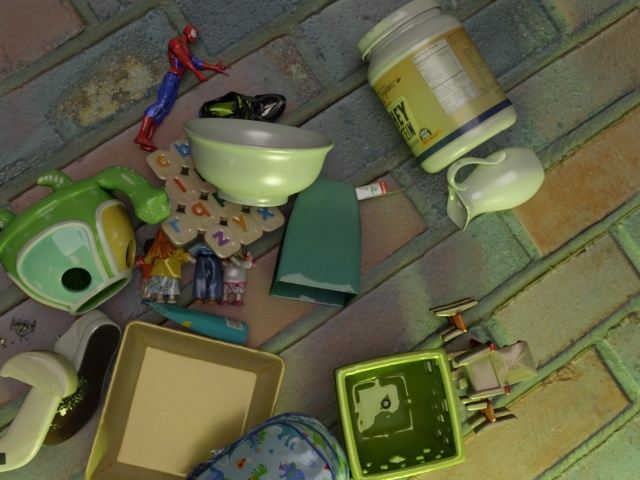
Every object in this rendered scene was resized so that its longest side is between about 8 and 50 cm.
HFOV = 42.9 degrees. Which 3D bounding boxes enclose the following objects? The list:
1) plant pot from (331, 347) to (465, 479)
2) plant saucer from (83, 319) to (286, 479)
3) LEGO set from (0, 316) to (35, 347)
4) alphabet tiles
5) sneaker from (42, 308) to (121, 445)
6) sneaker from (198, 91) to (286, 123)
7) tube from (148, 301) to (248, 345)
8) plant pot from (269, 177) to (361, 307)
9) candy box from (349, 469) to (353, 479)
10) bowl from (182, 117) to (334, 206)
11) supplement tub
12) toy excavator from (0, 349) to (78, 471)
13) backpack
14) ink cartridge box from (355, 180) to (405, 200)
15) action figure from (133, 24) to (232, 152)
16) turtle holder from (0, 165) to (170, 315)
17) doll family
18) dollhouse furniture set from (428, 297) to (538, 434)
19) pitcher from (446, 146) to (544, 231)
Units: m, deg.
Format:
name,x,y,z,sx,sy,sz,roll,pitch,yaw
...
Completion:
name,x,y,z,sx,sy,sz,roll,pitch,yaw
plant pot,0.140,0.341,1.635,0.228,0.207,0.227,-9,85,-8
plant saucer,-0.268,0.357,1.645,0.332,0.081,0.333,15,82,-6
LEGO set,-0.614,0.185,1.646,0.054,0.023,0.083,40,81,-2
alphabet tiles,-0.216,-0.101,1.671,0.284,0.021,0.278,-32,74,-28
sneaker,-0.495,0.267,1.632,0.106,0.123,0.290,23,97,-46
sneaker,-0.163,-0.277,1.725,0.188,0.078,0.067,-7,81,-9
tube,-0.241,0.163,1.632,0.207,0.080,0.052,23,85,-36
plant pot,0.000,0.000,1.680,0.165,0.165,0.234,10,75,-6
candy box,0.054,0.568,1.649,0.053,0.109,0.187,12,82,-6
bowl,-0.126,-0.149,1.598,0.297,0.298,0.134,5,106,-7
supplement tub,0.238,-0.326,1.707,0.228,0.228,0.316,-32,88,-9
toy excavator,-0.671,0.429,1.499,0.444,0.222,0.433,-3,86,-4
backpack,-0.103,0.483,1.500,0.355,0.273,0.290,-33,64,-22
ink cartridge box,0.118,-0.107,1.752,0.115,0.063,0.029,-15,88,-9
action figure,-0.280,-0.314,1.709,0.139,0.091,0.281,15,83,2
turtle holder,-0.452,-0.002,1.578,0.320,0.243,0.227,-32,82,-22
doll family,-0.258,0.047,1.658,0.262,0.118,0.163,1,84,-7
dollhouse furniture set,0.335,0.247,1.645,0.135,0.259,0.262,-19,88,1
pitcher,0.366,-0.134,1.736,0.207,0.178,0.125,-28,49,-7
